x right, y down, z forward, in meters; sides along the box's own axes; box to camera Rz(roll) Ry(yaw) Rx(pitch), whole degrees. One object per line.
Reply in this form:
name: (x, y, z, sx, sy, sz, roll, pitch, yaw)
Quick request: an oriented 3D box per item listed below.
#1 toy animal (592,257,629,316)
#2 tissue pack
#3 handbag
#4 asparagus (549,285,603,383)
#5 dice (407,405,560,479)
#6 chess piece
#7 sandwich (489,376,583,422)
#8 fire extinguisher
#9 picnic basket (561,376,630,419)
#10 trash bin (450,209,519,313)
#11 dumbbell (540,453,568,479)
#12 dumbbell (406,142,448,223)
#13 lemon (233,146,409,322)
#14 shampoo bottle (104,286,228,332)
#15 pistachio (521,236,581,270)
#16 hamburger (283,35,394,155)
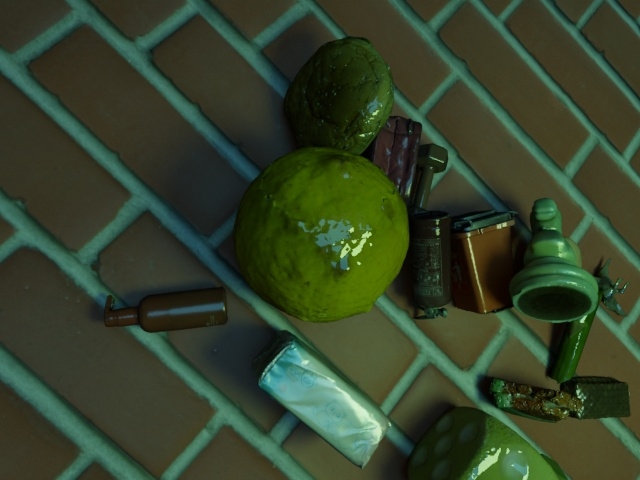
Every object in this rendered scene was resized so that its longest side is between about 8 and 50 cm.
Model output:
toy animal: (0.797, 0.122, 1.180, 0.219, 0.095, 0.155, 30, 86, -11)
tissue pack: (-0.007, 0.316, 0.895, 0.271, 0.201, 0.124, 42, 82, -6)
handbag: (0.161, -0.185, 1.034, 0.135, 0.146, 0.225, 12, 81, -8)
asparagus: (0.670, 0.241, 1.124, 0.060, 0.067, 0.278, 18, 96, 31)
dice: (0.356, 0.535, 0.948, 0.238, 0.227, 0.233, 46, 73, -3)
chess piece: (0.527, 0.024, 0.993, 0.175, 0.176, 0.298, 26, 52, -10)
sandwich: (0.539, 0.402, 1.054, 0.235, 0.159, 0.079, 23, 72, -31)
fire extinguisher: (0.256, 0.070, 1.010, 0.104, 0.105, 0.269, -11, 106, -15)
picnic basket: (0.742, 0.424, 1.148, 0.193, 0.055, 0.110, 4, 82, -16)
trash bin: (0.401, 0.048, 1.066, 0.184, 0.161, 0.239, -16, 94, -16)
dumbbell: (0.628, 0.644, 1.061, 0.301, 0.108, 0.122, 32, 76, -9)
dumbbell: (0.260, -0.130, 1.083, 0.082, 0.092, 0.231, 26, 76, -39)
lemon: (0.000, 0.000, 0.870, 0.349, 0.388, 0.350, 6, 46, -6)
shampoo bottle: (-0.320, 0.148, 0.900, 0.244, 0.085, 0.086, -2, 83, -13)
pistachio: (0.610, 0.080, 1.123, 0.145, 0.117, 0.201, 27, 73, 11)
hamburger: (0.034, -0.311, 0.964, 0.134, 0.265, 0.285, -5, 59, -43)
